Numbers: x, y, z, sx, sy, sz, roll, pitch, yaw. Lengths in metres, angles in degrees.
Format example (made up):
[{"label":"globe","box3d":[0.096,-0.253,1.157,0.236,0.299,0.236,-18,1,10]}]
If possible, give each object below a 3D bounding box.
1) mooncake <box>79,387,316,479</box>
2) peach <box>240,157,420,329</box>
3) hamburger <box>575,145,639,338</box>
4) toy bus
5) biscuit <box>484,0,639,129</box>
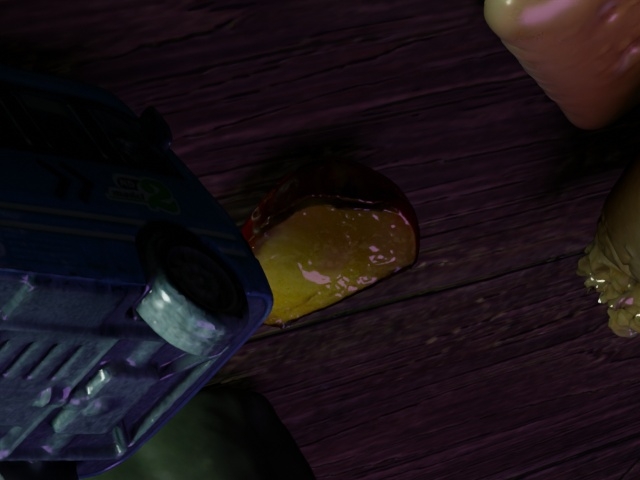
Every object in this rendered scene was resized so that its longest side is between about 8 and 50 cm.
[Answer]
[{"label":"mooncake","box3d":[-0.083,0.152,0.977,0.175,0.104,0.168,-26,161,-4]},{"label":"peach","box3d":[0.000,0.000,0.843,0.077,0.050,0.083,7,130,-20]},{"label":"hamburger","box3d":[0.248,-0.042,0.918,0.286,0.146,0.243,-49,169,31]},{"label":"toy bus","box3d":[-0.137,0.007,0.600,0.113,0.134,0.246,-46,151,25]},{"label":"biscuit","box3d":[0.191,-0.141,0.824,0.249,0.030,0.160,-36,155,9]}]
